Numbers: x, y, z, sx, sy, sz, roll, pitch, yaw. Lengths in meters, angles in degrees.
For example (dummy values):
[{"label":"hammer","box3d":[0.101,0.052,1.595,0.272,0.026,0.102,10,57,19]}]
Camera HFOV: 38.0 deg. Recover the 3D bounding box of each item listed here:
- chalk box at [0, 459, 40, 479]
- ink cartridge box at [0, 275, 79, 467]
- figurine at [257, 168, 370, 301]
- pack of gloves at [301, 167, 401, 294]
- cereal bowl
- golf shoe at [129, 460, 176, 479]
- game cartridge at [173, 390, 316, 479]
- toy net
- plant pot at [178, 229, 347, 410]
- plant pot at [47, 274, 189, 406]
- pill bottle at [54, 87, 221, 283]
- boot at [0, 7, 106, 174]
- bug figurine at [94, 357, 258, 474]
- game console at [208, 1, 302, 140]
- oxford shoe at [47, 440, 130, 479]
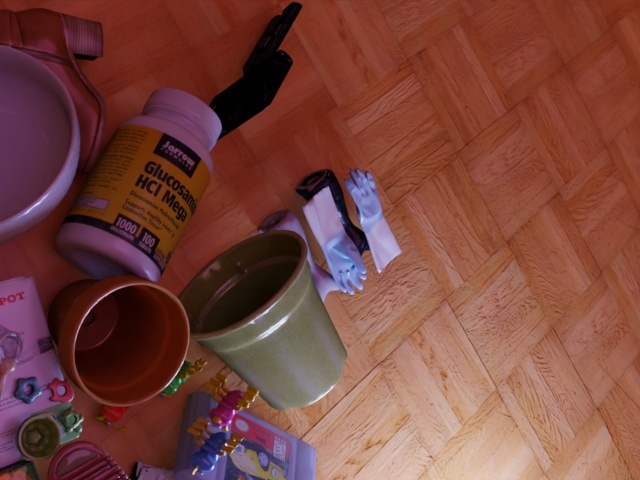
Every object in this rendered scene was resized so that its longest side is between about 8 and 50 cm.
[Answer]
[{"label":"chalk box","box3d":[-0.495,0.414,1.426,0.213,0.132,0.132,-19,93,-37]},{"label":"ink cartridge box","box3d":[-0.521,0.211,1.453,0.198,0.115,0.272,-17,92,-37]},{"label":"figurine","box3d":[0.000,0.000,1.884,0.215,0.092,0.209,-48,114,-30]},{"label":"pack of gloves","box3d":[0.080,-0.020,1.878,0.195,0.046,0.232,-40,118,-33]},{"label":"cereal bowl","box3d":[-0.537,-0.131,1.447,0.339,0.141,0.338,1,65,-3]},{"label":"golf shoe","box3d":[-0.284,0.414,1.618,0.176,0.069,0.086,-25,91,-37]},{"label":"game cartridge","box3d":[-0.127,0.415,1.689,0.294,0.060,0.196,32,42,-27]},{"label":"toy net","box3d":[-0.443,0.211,1.408,0.122,0.045,0.232,-30,100,-36]},{"label":"plant pot","box3d":[-0.085,0.165,1.703,0.276,0.276,0.254,-50,121,-31]},{"label":"plant pot","box3d":[-0.350,0.144,1.523,0.205,0.188,0.205,-11,108,-36]},{"label":"pill bottle","box3d":[-0.302,-0.093,1.616,0.188,0.188,0.333,35,64,-26]},{"label":"boot","box3d":[-0.481,-0.255,1.575,0.220,0.109,0.283,0,91,-29]},{"label":"bug figurine","box3d":[-0.239,0.292,1.603,0.216,0.279,0.072,-41,148,-49]},{"label":"game console","box3d":[-0.111,-0.341,1.795,0.044,0.213,0.361,41,50,-23]},{"label":"oxford shoe","box3d":[-0.342,0.474,1.476,0.141,0.146,0.396,-24,113,-22]}]
